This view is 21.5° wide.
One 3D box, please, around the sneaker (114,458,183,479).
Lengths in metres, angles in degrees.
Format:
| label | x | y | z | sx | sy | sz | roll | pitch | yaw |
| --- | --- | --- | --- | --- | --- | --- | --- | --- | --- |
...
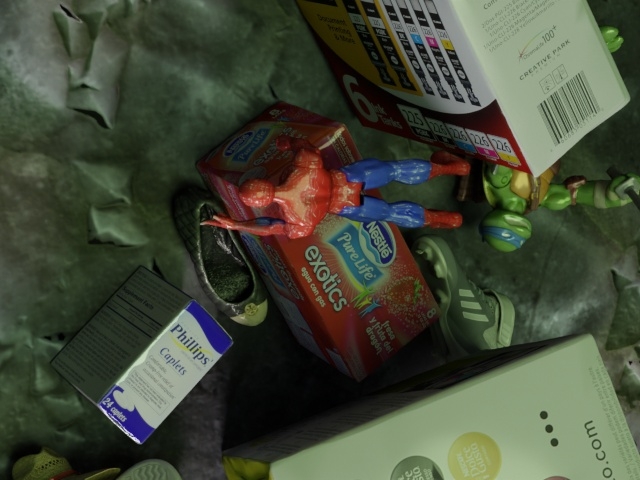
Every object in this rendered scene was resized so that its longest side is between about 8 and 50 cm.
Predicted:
| label | x | y | z | sx | sy | sz | roll | pitch | yaw |
| --- | --- | --- | --- | --- | --- | --- | --- | --- | --- |
| sneaker | -0.230 | 0.335 | 1.687 | 0.256 | 0.094 | 0.151 | -33 | 148 | -8 |

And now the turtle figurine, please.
| label | x | y | z | sx | sy | sz | roll | pitch | yaw |
| --- | --- | --- | --- | --- | --- | --- | --- | --- | --- |
| turtle figurine | 0.263 | -0.122 | 1.770 | 0.198 | 0.274 | 0.266 | 14 | 73 | -3 |

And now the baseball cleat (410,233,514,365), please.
| label | x | y | z | sx | sy | sz | roll | pitch | yaw |
| --- | --- | --- | --- | --- | --- | --- | --- | --- | --- |
| baseball cleat | 0.157 | 0.062 | 1.872 | 0.109 | 0.072 | 0.206 | -33 | 130 | -26 |

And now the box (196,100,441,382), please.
| label | x | y | z | sx | sy | sz | roll | pitch | yaw |
| --- | --- | --- | --- | --- | --- | --- | --- | --- | --- |
| box | 0.000 | 0.000 | 1.709 | 0.122 | 0.128 | 0.257 | -38 | 121 | -16 |

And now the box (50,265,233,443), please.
| label | x | y | z | sx | sy | sz | roll | pitch | yaw |
| --- | --- | --- | --- | --- | --- | --- | --- | --- | --- |
| box | -0.174 | 0.109 | 1.637 | 0.137 | 0.126 | 0.072 | -48 | 122 | -10 |

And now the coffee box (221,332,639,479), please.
| label | x | y | z | sx | sy | sz | roll | pitch | yaw |
| --- | --- | --- | --- | --- | --- | --- | --- | --- | --- |
| coffee box | 0.125 | 0.311 | 1.667 | 0.334 | 0.338 | 0.337 | -20 | 89 | -13 |

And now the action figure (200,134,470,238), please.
| label | x | y | z | sx | sy | sz | roll | pitch | yaw |
| --- | --- | --- | --- | --- | --- | --- | --- | --- | --- |
| action figure | 0.002 | -0.050 | 1.574 | 0.280 | 0.139 | 0.091 | -3 | 102 | -51 |

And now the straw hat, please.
| label | x | y | z | sx | sy | sz | roll | pitch | yaw |
| --- | --- | --- | --- | --- | --- | --- | --- | --- | --- |
| straw hat | -0.271 | 0.236 | 1.651 | 0.144 | 0.144 | 0.061 | -27 | 77 | -22 |

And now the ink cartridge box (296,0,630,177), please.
| label | x | y | z | sx | sy | sz | roll | pitch | yaw |
| --- | --- | --- | --- | --- | --- | --- | --- | --- | --- |
| ink cartridge box | 0.105 | -0.227 | 1.588 | 0.130 | 0.309 | 0.272 | -38 | 117 | -17 |

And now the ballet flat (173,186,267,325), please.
| label | x | y | z | sx | sy | sz | roll | pitch | yaw |
| --- | --- | --- | --- | --- | --- | --- | --- | --- | --- |
| ballet flat | -0.101 | 0.022 | 1.700 | 0.057 | 0.049 | 0.173 | -33 | 119 | -9 |
